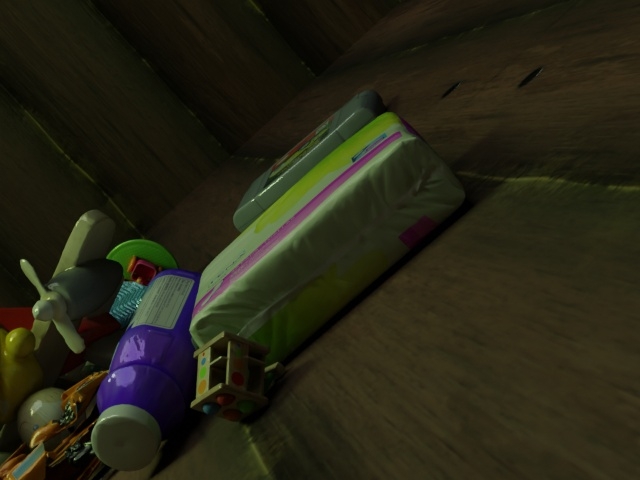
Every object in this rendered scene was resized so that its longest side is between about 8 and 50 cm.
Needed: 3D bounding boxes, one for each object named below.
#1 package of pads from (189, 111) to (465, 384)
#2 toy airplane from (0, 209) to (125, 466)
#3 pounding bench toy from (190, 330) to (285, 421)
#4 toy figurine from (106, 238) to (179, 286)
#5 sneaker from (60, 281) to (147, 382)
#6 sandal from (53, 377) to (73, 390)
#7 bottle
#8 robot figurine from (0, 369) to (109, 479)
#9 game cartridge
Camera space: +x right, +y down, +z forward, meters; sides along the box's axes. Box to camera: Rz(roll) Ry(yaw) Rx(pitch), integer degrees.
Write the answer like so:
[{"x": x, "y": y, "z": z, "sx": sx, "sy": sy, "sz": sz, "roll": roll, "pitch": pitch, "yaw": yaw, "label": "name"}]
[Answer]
[{"x": 0.000, "y": 0.000, "z": 1.304, "sx": 0.296, "sy": 0.101, "sz": 0.229, "roll": -40, "pitch": 10, "yaw": 6, "label": "package of pads"}, {"x": -0.375, "y": 0.174, "z": 1.661, "sx": 0.384, "sy": 0.272, "sz": 0.386, "roll": -36, "pitch": -34, "yaw": -12, "label": "toy airplane"}, {"x": -0.069, "y": 0.133, "z": 1.163, "sx": 0.052, "sy": 0.083, "sz": 0.065, "roll": -36, "pitch": 43, "yaw": 42, "label": "pounding bench toy"}, {"x": -0.308, "y": 0.107, "z": 2.063, "sx": 0.173, "sy": 0.130, "sz": 0.159, "roll": -61, "pitch": 12, "yaw": 23, "label": "toy figurine"}, {"x": -0.313, "y": 0.138, "z": 1.896, "sx": 0.229, "sy": 0.092, "sz": 0.087, "roll": -34, "pitch": 48, "yaw": 30, "label": "sneaker"}, {"x": -0.431, "y": 0.219, "z": 2.027, "sx": 0.086, "sy": 0.120, "sz": 0.303, "roll": 5, "pitch": 12, "yaw": 9, "label": "sandal"}, {"x": -0.174, "y": 0.137, "z": 1.353, "sx": 0.283, "sy": 0.092, "sz": 0.118, "roll": -75, "pitch": -4, "yaw": -63, "label": "bottle"}, {"x": -0.306, "y": 0.252, "z": 1.444, "sx": 0.291, "sy": 0.085, "sz": 0.211, "roll": -46, "pitch": 9, "yaw": -21, "label": "robot figurine"}, {"x": -0.019, "y": -0.127, "z": 2.070, "sx": 0.294, "sy": 0.060, "sz": 0.196, "roll": -39, "pitch": 14, "yaw": 14, "label": "game cartridge"}]
